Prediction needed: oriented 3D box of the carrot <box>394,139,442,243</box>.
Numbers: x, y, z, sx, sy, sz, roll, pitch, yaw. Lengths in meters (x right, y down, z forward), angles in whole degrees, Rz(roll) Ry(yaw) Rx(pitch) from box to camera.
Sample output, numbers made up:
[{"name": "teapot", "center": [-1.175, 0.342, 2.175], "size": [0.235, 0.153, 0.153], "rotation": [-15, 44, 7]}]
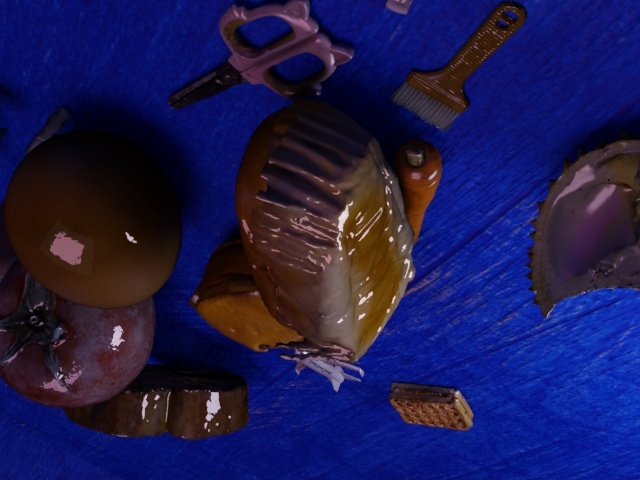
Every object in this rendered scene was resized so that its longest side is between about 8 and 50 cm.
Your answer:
[{"name": "carrot", "center": [0.130, -0.058, 1.185], "size": [0.061, 0.061, 0.257], "rotation": [15, 156, 13]}]

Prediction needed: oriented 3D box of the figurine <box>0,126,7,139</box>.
[{"name": "figurine", "center": [-0.623, -0.206, 1.319], "size": [0.297, 0.243, 0.416], "rotation": [-31, 137, 1]}]

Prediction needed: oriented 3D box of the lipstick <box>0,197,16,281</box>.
[{"name": "lipstick", "center": [-0.524, -0.013, 1.474], "size": [0.070, 0.255, 0.070], "rotation": [16, 148, 11]}]

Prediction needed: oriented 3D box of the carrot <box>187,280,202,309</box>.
[{"name": "carrot", "center": [-0.158, 0.132, 1.627], "size": [0.173, 0.082, 0.082], "rotation": [37, 146, -9]}]

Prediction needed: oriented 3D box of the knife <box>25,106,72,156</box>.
[{"name": "knife", "center": [-0.444, -0.167, 1.422], "size": [0.028, 0.015, 0.210], "rotation": [30, 149, -22]}]

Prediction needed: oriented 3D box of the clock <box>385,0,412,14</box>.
[{"name": "clock", "center": [0.094, -0.277, 0.842], "size": [0.041, 0.087, 0.129], "rotation": [19, 150, -2]}]

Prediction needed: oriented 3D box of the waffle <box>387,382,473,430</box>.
[{"name": "waffle", "center": [0.213, 0.320, 1.697], "size": [0.147, 0.042, 0.102], "rotation": [-1, 140, 33]}]

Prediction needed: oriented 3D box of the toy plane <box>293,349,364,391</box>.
[{"name": "toy plane", "center": [0.001, 0.228, 1.676], "size": [0.162, 0.066, 0.171], "rotation": [-6, 136, 39]}]

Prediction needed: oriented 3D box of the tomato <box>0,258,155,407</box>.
[{"name": "tomato", "center": [-0.461, 0.155, 1.634], "size": [0.316, 0.317, 0.282], "rotation": [13, 177, 17]}]

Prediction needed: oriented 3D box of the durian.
[{"name": "durian", "center": [0.363, -0.025, 0.971], "size": [0.306, 0.167, 0.172], "rotation": [-10, 133, 41]}]

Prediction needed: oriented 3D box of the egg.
[{"name": "egg", "center": [-0.336, -0.024, 1.343], "size": [0.250, 0.250, 0.322], "rotation": [10, 152, 21]}]

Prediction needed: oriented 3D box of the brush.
[{"name": "brush", "center": [0.160, -0.198, 0.992], "size": [0.082, 0.010, 0.218], "rotation": [30, 147, -9]}]

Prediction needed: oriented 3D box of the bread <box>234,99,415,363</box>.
[{"name": "bread", "center": [0.007, -0.008, 1.154], "size": [0.183, 0.236, 0.389], "rotation": [24, 146, 24]}]

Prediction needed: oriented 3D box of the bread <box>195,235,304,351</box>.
[{"name": "bread", "center": [-0.084, 0.079, 1.435], "size": [0.195, 0.143, 0.269], "rotation": [37, 148, -26]}]

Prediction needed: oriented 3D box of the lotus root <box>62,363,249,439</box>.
[{"name": "lotus root", "center": [-0.346, 0.326, 1.872], "size": [0.390, 0.111, 0.375], "rotation": [4, -175, -7]}]

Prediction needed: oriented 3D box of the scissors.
[{"name": "scissors", "center": [-0.100, -0.218, 1.116], "size": [0.317, 0.024, 0.160], "rotation": [-13, 135, 44]}]
